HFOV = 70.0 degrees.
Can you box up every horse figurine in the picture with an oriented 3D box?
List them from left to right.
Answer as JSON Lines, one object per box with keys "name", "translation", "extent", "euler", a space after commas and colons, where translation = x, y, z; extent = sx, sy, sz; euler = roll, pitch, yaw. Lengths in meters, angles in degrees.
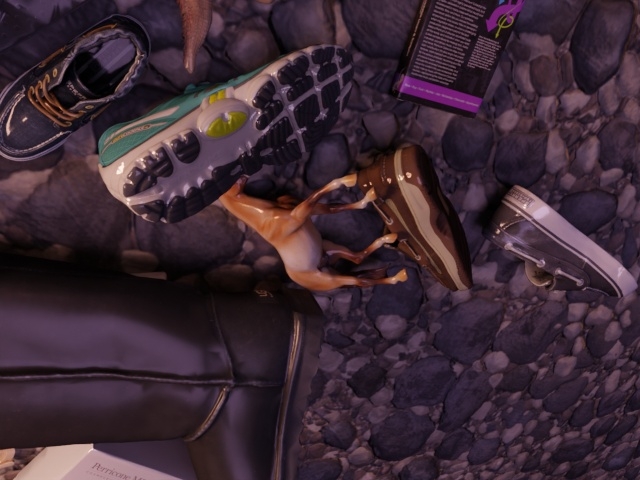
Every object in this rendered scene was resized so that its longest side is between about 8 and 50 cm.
{"name": "horse figurine", "translation": [0.000, 0.000, 0.554], "extent": [0.174, 0.066, 0.263], "euler": [-12, 139, 23]}

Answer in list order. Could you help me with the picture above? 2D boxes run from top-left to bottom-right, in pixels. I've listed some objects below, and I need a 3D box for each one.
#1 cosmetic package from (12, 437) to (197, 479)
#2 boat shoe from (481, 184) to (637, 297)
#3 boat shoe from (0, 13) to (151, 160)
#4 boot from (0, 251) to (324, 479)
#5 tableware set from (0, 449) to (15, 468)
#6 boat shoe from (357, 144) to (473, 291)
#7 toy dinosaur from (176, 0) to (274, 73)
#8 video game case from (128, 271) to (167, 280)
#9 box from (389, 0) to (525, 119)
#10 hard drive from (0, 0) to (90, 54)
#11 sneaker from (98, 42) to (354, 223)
{"name": "cosmetic package", "translation": [-0.281, 0.434, 0.715], "extent": [0.284, 0.097, 0.377], "euler": [-44, 124, 5]}
{"name": "boat shoe", "translation": [0.364, 0.031, 0.701], "extent": [0.301, 0.108, 0.102], "euler": [28, 107, -28]}
{"name": "boat shoe", "translation": [-0.228, -0.130, 0.404], "extent": [0.183, 0.083, 0.065], "euler": [-39, 124, 6]}
{"name": "boot", "translation": [-0.244, 0.207, 0.499], "extent": [0.445, 0.146, 0.367], "euler": [8, 93, -27]}
{"name": "tableware set", "translation": [-0.465, 0.251, 0.572], "extent": [0.141, 0.020, 0.169], "euler": [4, 118, -32]}
{"name": "boat shoe", "translation": [0.129, -0.017, 0.611], "extent": [0.095, 0.095, 0.257], "euler": [-14, 132, 27]}
{"name": "toy dinosaur", "translation": [-0.095, -0.295, 0.340], "extent": [0.200, 0.127, 0.296], "euler": [20, 128, -17]}
{"name": "video game case", "translation": [-0.288, 0.120, 0.568], "extent": [0.190, 0.022, 0.173], "euler": [-2, 120, -19]}
{"name": "box", "translation": [0.157, -0.230, 0.517], "extent": [0.116, 0.029, 0.162], "euler": [7, 118, -24]}
{"name": "hard drive", "translation": [-0.259, -0.283, 0.313], "extent": [0.172, 0.054, 0.255], "euler": [-29, 122, 3]}
{"name": "sneaker", "translation": [-0.084, -0.128, 0.446], "extent": [0.275, 0.110, 0.107], "euler": [-31, 144, -21]}
